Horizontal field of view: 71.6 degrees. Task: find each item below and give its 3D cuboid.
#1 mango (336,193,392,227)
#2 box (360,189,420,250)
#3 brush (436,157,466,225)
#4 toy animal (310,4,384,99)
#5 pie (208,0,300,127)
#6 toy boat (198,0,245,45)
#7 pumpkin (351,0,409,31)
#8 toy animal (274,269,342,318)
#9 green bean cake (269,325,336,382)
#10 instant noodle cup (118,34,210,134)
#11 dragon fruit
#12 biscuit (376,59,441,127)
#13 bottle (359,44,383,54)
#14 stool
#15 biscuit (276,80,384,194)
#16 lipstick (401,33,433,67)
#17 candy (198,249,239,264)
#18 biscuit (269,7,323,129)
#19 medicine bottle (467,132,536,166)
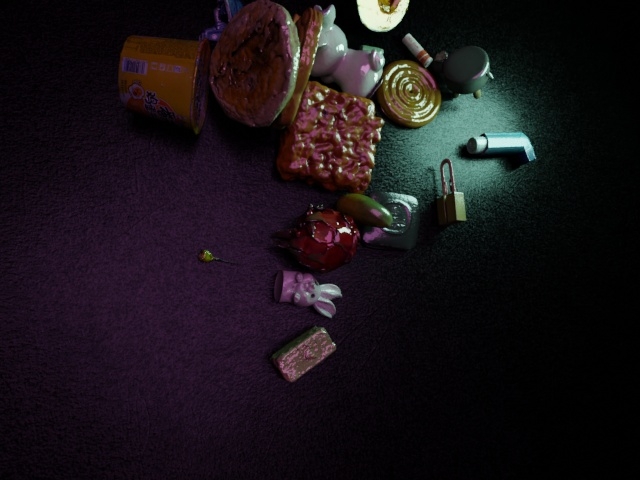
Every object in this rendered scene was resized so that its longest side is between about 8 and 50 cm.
[{"bbox_3d":[0.136,-0.090,1.391,0.195,0.130,0.091,24,81,25],"label":"mango"},{"bbox_3d":[0.239,-0.066,1.492,0.213,0.042,0.200,9,77,-16],"label":"box"},{"bbox_3d":[0.449,-0.172,1.547,0.047,0.103,0.233,1,81,-21],"label":"brush"},{"bbox_3d":[0.054,-0.581,1.409,0.310,0.247,0.182,37,85,-22],"label":"toy animal"},{"bbox_3d":[-0.185,-0.481,1.210,0.077,0.339,0.338,-4,82,-53],"label":"pie"},{"bbox_3d":[-0.296,-0.629,1.349,0.143,0.129,0.308,-2,89,-33],"label":"toy boat"},{"bbox_3d":[0.211,-0.855,1.576,0.312,0.148,0.169,-38,135,-15],"label":"pumpkin"},{"bbox_3d":[-0.022,0.159,1.333,0.221,0.131,0.103,16,63,-18],"label":"toy animal"},{"bbox_3d":[-0.053,0.332,1.303,0.179,0.109,0.085,-31,93,-19],"label":"green bean cake"},{"bbox_3d":[-0.425,-0.438,1.230,0.200,0.264,0.264,7,80,-8],"label":"instant noodle cup"},{"bbox_3d":[0.000,0.000,1.328,0.274,0.192,0.193,-10,64,-20],"label":"dragon fruit"},{"bbox_3d":[0.321,-0.529,1.591,0.262,0.037,0.261,3,82,-19],"label":"biscuit"},{"bbox_3d":[0.180,-0.668,1.567,0.084,0.030,0.030,0,82,-19],"label":"bottle"},{"bbox_3d":[0.514,-0.614,1.606,0.153,0.139,0.228,-36,62,7],"label":"stool"},{"bbox_3d":[0.033,-0.316,1.394,0.312,0.110,0.317,13,95,-16],"label":"biscuit"},{"bbox_3d":[0.351,-0.688,1.609,0.038,0.038,0.130,-37,83,-19],"label":"lipstick"},{"bbox_3d":[-0.299,0.056,1.307,0.123,0.035,0.035,17,80,-23],"label":"candy"},{"bbox_3d":[-0.095,-0.503,1.297,0.057,0.312,0.351,11,123,-24],"label":"biscuit"},{"bbox_3d":[0.675,-0.342,1.657,0.259,0.079,0.124,-3,83,-18],"label":"medicine bottle"}]
